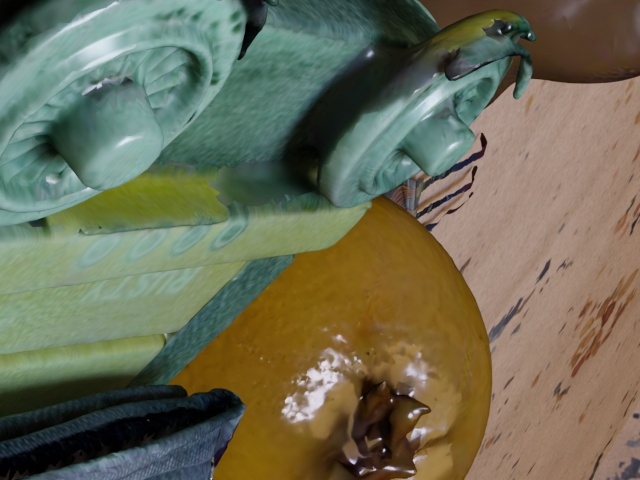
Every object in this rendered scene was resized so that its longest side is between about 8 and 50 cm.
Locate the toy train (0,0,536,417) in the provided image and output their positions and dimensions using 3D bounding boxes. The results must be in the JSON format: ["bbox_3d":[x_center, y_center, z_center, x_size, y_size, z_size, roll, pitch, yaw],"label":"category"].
[{"bbox_3d":[-0.094,-0.033,0.518,0.253,0.160,0.397,-46,164,20],"label":"toy train"}]

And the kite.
[{"bbox_3d":[0.061,-0.016,1.124,0.229,0.016,0.127,-37,153,-44],"label":"kite"}]

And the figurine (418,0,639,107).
[{"bbox_3d":[0.097,-0.157,0.790,0.247,0.177,0.173,-30,-155,14],"label":"figurine"}]

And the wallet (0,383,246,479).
[{"bbox_3d":[-0.152,0.209,0.539,0.342,0.075,0.237,-67,164,11],"label":"wallet"}]

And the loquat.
[{"bbox_3d":[-0.013,0.067,0.798,0.208,0.208,0.208,-47,156,-29],"label":"loquat"}]
